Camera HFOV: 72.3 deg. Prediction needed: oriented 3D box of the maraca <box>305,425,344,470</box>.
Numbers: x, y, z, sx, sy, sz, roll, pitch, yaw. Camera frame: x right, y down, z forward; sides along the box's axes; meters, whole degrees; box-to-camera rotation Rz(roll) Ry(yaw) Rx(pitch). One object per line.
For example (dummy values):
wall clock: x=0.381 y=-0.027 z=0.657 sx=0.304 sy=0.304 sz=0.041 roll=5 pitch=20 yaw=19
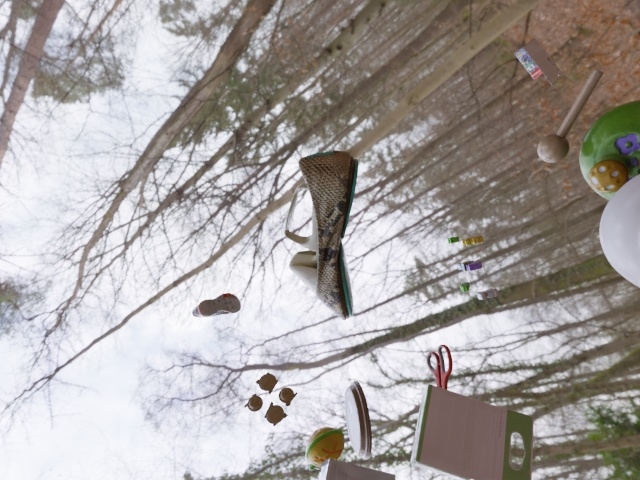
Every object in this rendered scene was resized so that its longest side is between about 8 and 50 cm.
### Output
maraca: x=0.014 y=0.620 z=1.294 sx=0.127 sy=0.185 sz=0.099 roll=-15 pitch=-140 yaw=-20

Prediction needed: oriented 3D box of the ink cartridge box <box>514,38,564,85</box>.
ink cartridge box: x=0.519 y=-0.417 z=1.039 sx=0.063 sy=0.029 sz=0.115 roll=-37 pitch=-90 yaw=-26

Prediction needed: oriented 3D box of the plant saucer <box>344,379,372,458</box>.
plant saucer: x=0.136 y=0.672 z=1.649 sx=0.041 sy=0.278 sz=0.278 roll=-4 pitch=-124 yaw=-9

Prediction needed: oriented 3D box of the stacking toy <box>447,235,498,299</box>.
stacking toy: x=0.426 y=0.069 z=1.242 sx=0.221 sy=0.052 sz=0.167 roll=-29 pitch=-76 yaw=-89

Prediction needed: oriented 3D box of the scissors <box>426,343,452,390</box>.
scissors: x=0.401 y=0.490 z=1.423 sx=0.021 sy=0.109 sz=0.297 roll=18 pitch=-127 yaw=-29

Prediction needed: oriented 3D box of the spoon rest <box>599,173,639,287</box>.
spoon rest: x=0.406 y=0.043 z=0.424 sx=0.084 sy=0.137 sz=0.276 roll=-7 pitch=-124 yaw=-54

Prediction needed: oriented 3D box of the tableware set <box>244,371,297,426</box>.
tableware set: x=-0.168 y=0.537 z=1.489 sx=0.169 sy=0.020 sz=0.141 roll=24 pitch=-124 yaw=25

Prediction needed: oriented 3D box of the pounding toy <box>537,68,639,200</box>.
pounding toy: x=0.488 y=-0.141 z=0.715 sx=0.237 sy=0.183 sz=0.110 roll=40 pitch=-133 yaw=20

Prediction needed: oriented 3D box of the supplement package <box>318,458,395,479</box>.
supplement package: x=0.089 y=0.639 z=1.123 sx=0.179 sy=0.105 sz=0.105 roll=15 pitch=-124 yaw=-3

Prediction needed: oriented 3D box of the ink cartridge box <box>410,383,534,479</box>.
ink cartridge box: x=0.329 y=0.433 z=0.951 sx=0.235 sy=0.056 sz=0.171 roll=16 pitch=-123 yaw=8

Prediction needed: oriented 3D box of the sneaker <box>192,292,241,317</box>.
sneaker: x=-0.294 y=0.186 z=1.234 sx=0.158 sy=0.065 sz=0.061 roll=4 pitch=-114 yaw=-54

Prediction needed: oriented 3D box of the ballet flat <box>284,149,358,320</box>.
ballet flat: x=0.000 y=0.000 z=1.119 sx=0.164 sy=0.182 sz=0.482 roll=-86 pitch=-5 yaw=-57
